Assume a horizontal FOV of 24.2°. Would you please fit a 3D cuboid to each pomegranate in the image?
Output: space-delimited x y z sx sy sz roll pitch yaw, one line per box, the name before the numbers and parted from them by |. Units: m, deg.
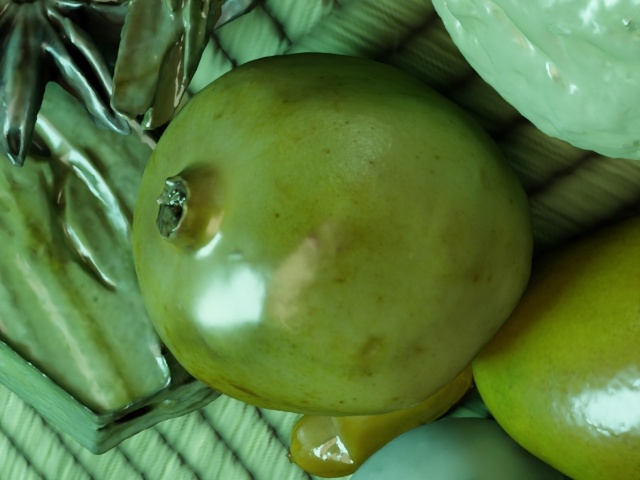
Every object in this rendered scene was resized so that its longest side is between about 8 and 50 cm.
pomegranate | 0.005 0.000 0.882 0.233 0.233 0.233 9 117 17

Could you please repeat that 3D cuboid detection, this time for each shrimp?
shrimp | -0.044 -0.206 0.817 0.077 0.168 0.317 11 101 -27

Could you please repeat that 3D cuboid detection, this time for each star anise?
star anise | -0.167 -0.141 0.929 0.231 0.209 0.089 22 163 -6

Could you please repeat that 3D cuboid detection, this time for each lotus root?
lotus root | -0.191 0.006 1.019 0.210 0.142 0.314 -39 90 -10

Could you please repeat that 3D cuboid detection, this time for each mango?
mango | 0.204 0.066 0.866 0.254 0.176 0.139 -22 133 33

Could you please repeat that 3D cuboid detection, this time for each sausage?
sausage | 0.046 0.111 1.015 0.183 0.054 0.062 -43 60 33

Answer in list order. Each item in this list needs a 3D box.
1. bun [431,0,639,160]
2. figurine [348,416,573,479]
bun | 0.179 -0.199 0.714 0.349 0.227 0.352 29 123 4
figurine | 0.161 0.261 0.877 0.394 0.226 0.274 41 166 23
